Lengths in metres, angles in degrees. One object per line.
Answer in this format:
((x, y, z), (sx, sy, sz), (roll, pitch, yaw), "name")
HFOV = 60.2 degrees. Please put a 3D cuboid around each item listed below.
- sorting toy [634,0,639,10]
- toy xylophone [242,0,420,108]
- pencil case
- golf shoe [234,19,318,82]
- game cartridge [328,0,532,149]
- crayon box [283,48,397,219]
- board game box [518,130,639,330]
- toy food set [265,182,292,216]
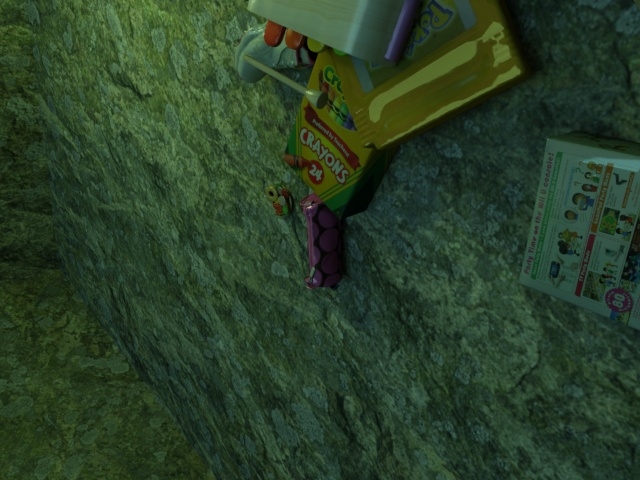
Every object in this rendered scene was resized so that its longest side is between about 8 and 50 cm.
((0.441, -0.296, 0.519), (0.257, 0.089, 0.255), (65, 156, 11), "sorting toy")
((-0.011, -0.360, 0.888), (0.323, 0.081, 0.236), (42, 120, 25), "toy xylophone")
((0.000, 0.000, 1.201), (0.095, 0.098, 0.209), (15, 117, 46), "pencil case")
((-0.074, -0.386, 1.107), (0.306, 0.115, 0.140), (-32, 85, 52), "golf shoe")
((0.135, -0.334, 0.858), (0.285, 0.053, 0.323), (-24, 80, 38), "game cartridge")
((0.053, -0.223, 1.052), (0.202, 0.081, 0.318), (48, 136, 25), "crayon box")
((0.428, 0.001, 0.701), (0.303, 0.098, 0.223), (25, 123, 40), "board game box")
((-0.097, -0.097, 1.333), (0.083, 0.020, 0.083), (-7, 100, 51), "toy food set")
